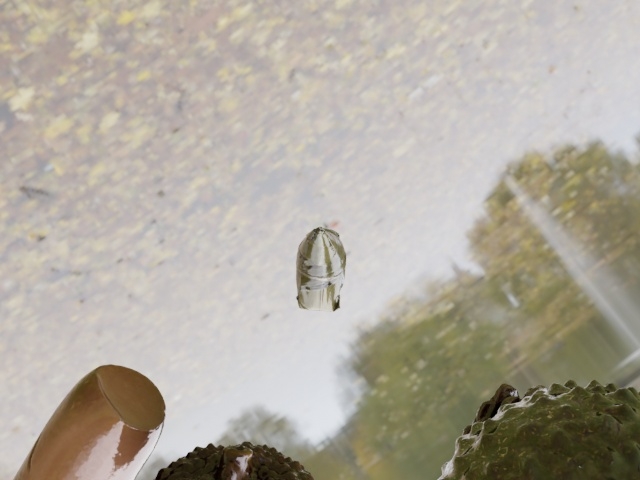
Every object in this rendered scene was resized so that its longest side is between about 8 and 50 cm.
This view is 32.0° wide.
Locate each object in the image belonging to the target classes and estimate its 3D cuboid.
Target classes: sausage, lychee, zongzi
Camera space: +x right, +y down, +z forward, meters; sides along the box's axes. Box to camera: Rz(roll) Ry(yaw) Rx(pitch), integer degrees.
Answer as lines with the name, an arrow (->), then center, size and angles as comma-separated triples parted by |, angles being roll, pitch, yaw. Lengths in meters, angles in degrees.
sausage -> -0.290, 0.280, 1.290 | 0.304, 0.121, 0.121 | -54, 158, 22
lychee -> 0.164, 0.209, 0.668 | 0.255, 0.255, 0.274 | -37, -160, 2
lychee -> -0.092, 0.340, 1.169 | 0.236, 0.271, 0.236 | -4, -167, 1
zongzi -> 0.000, 0.000, 1.707 | 0.079, 0.160, 0.176 | -1, 130, 1

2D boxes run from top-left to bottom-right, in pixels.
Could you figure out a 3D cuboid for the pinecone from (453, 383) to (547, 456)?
pinecone -> 0.316, 0.353, 1.695 | 0.244, 0.257, 0.243 | -9, 125, -13
